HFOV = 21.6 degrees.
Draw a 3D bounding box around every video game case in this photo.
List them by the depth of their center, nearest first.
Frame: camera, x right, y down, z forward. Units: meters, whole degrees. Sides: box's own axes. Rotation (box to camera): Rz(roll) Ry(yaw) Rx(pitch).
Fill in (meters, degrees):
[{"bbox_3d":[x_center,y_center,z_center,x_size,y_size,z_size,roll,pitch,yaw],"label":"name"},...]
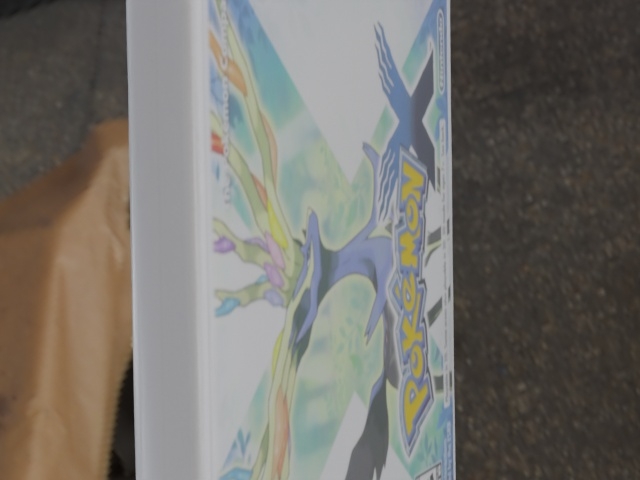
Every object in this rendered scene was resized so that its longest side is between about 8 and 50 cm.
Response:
[{"bbox_3d":[0.000,0.000,0.768,0.036,0.300,0.329,1,95,23],"label":"video game case"}]
